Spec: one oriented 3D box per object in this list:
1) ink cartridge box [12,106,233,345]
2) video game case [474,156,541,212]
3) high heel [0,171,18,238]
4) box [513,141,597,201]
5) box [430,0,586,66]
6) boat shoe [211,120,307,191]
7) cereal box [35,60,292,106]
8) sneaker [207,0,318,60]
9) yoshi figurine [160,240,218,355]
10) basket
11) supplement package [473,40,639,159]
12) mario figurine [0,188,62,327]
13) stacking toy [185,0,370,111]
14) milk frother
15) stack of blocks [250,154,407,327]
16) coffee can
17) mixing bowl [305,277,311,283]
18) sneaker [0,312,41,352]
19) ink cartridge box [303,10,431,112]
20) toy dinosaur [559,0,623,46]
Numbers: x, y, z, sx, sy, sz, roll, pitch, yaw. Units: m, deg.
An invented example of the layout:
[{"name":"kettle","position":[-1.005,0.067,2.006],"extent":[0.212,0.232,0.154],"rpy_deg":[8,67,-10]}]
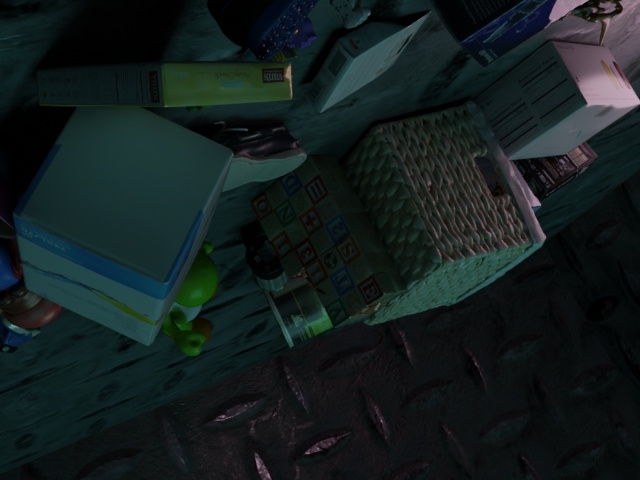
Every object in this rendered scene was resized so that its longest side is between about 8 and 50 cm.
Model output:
[{"name":"ink cartridge box","position":[-0.256,-0.020,1.206],"extent":[0.270,0.197,0.198],"rpy_deg":[122,-8,-64]},{"name":"video game case","position":[0.308,-0.092,1.970],"extent":[0.061,0.244,0.269],"rpy_deg":[-11,153,-37]},{"name":"high heel","position":[-0.451,-0.051,1.049],"extent":[0.082,0.117,0.244],"rpy_deg":[-33,165,24]},{"name":"box","position":[0.492,-0.202,2.063],"extent":[0.147,0.180,0.077],"rpy_deg":[-34,166,-11]},{"name":"box","position":[0.271,-0.354,1.299],"extent":[0.207,0.108,0.153],"rpy_deg":[-33,166,20]},{"name":"boat shoe","position":[-0.127,-0.134,1.426],"extent":[0.255,0.079,0.095],"rpy_deg":[-17,161,-42]},{"name":"cereal box","position":[-0.173,-0.171,1.015],"extent":[0.240,0.047,0.173],"rpy_deg":[8,-166,43]},{"name":"sneaker","position":[-0.024,-0.307,1.013],"extent":[0.232,0.090,0.081],"rpy_deg":[-48,165,-4]},{"name":"yoshi figurine","position":[-0.264,0.105,1.851],"extent":[0.203,0.203,0.362],"rpy_deg":[-42,165,-5]},{"name":"basket","position":[0.197,-0.046,1.843],"extent":[0.267,0.328,0.331],"rpy_deg":[-14,162,-31]},{"name":"supplement package","position":[0.477,-0.279,1.869],"extent":[0.262,0.145,0.204],"rpy_deg":[-11,160,-49]},{"name":"mario figurine","position":[-0.482,0.017,1.322],"extent":[0.198,0.170,0.320],"rpy_deg":[6,165,20]},{"name":"stacking toy","position":[-0.059,-0.244,1.183],"extent":[0.221,0.052,0.167],"rpy_deg":[-32,177,42]},{"name":"milk frother","position":[-0.087,0.020,1.950],"extent":[0.143,0.129,0.134],"rpy_deg":[-19,162,-4]},{"name":"stack of blocks","position":[0.012,0.010,1.743],"extent":[0.171,0.297,0.087],"rpy_deg":[-37,163,32]},{"name":"coffee can","position":[0.004,0.120,2.327],"extent":[0.275,0.201,0.201],"rpy_deg":[-25,166,-4]},{"name":"mixing bowl","position":[0.000,0.000,2.035],"extent":[0.181,0.098,0.181],"rpy_deg":[-24,130,-33]},{"name":"sneaker","position":[-0.584,0.172,1.734],"extent":[0.085,0.058,0.152],"rpy_deg":[-34,173,-5]},{"name":"ink cartridge box","position":[0.069,-0.278,1.385],"extent":[0.179,0.045,0.145],"rpy_deg":[-40,174,-33]},{"name":"toy dinosaur","position":[0.487,-0.405,1.647],"extent":[0.212,0.064,0.112],"rpy_deg":[1,168,-44]}]
